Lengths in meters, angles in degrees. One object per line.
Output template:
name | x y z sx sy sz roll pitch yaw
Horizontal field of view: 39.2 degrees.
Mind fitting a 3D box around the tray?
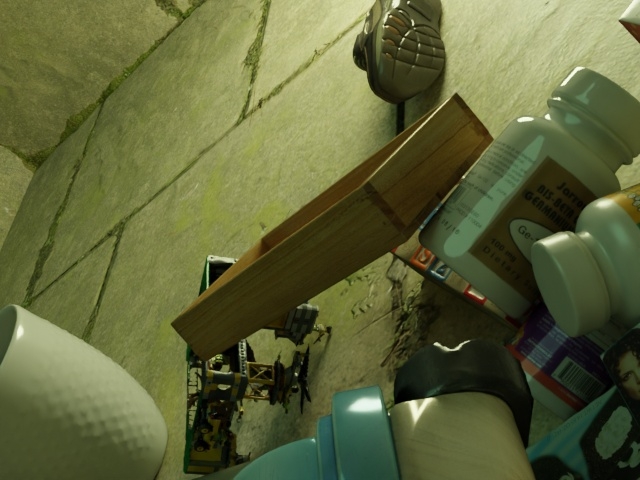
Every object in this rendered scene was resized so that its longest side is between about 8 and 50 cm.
tray | 0.000 0.000 1.037 0.411 0.076 0.203 -33 9 48

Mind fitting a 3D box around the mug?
mug | -0.463 0.334 1.493 0.374 0.328 0.276 -45 29 19

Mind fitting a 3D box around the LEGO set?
LEGO set | -0.085 0.181 1.298 0.331 0.192 0.255 -105 26 -60

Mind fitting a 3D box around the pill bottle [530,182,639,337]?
pill bottle | 0.292 0.005 0.762 0.208 0.117 0.117 -20 31 -3

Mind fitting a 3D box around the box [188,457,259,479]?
box | -0.180 0.377 1.177 0.275 0.094 0.113 -24 3 33

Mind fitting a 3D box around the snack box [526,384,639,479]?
snack box | 0.288 0.195 0.736 0.322 0.060 0.187 -45 28 27

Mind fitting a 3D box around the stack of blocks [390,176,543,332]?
stack of blocks | 0.211 -0.005 1.071 0.171 0.087 0.297 -55 28 -1

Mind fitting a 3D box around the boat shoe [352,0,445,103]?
boat shoe | 0.130 -0.331 1.546 0.130 0.132 0.355 -45 19 38

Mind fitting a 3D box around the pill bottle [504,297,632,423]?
pill bottle | 0.269 0.076 0.869 0.193 0.108 0.108 -52 28 3

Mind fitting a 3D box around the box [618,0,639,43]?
box | 0.420 -0.212 0.928 0.091 0.130 0.170 -52 27 6

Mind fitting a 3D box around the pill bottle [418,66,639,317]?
pill bottle | 0.215 -0.049 0.880 0.229 0.131 0.131 -51 28 4

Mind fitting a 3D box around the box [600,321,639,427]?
box | 0.297 0.145 0.633 0.100 0.060 0.244 -48 30 23

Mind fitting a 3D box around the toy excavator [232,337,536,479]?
toy excavator | -0.029 0.316 0.724 0.445 0.433 0.222 -9 36 3
